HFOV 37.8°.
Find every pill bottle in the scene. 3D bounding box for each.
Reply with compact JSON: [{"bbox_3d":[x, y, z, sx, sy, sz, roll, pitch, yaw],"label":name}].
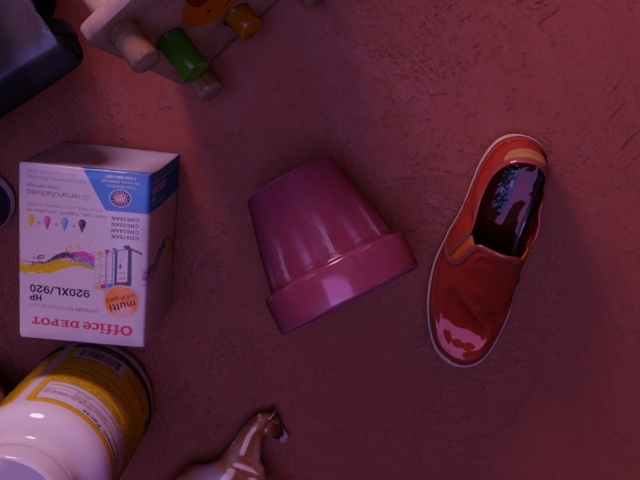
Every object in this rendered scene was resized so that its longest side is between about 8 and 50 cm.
[{"bbox_3d":[-0.348,0.272,1.231,0.187,0.334,0.188,1,104,4],"label":"pill bottle"}]

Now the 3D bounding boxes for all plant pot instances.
[{"bbox_3d":[0.000,0.000,1.221,0.201,0.201,0.180,-27,86,10],"label":"plant pot"}]

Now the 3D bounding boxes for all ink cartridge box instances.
[{"bbox_3d":[-0.292,0.002,1.244,0.171,0.168,0.233,6,105,2],"label":"ink cartridge box"}]

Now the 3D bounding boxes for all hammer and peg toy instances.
[{"bbox_3d":[-0.142,-0.303,1.065,0.266,0.361,0.127,-40,78,11],"label":"hammer and peg toy"}]

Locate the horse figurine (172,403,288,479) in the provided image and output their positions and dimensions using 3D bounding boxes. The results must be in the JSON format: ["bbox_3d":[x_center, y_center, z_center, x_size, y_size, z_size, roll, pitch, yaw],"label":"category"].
[{"bbox_3d":[-0.146,0.374,1.381,0.263,0.066,0.175,-25,107,7],"label":"horse figurine"}]

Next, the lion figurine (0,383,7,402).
[{"bbox_3d":[-0.562,0.202,1.335,0.392,0.142,0.240,32,106,-8],"label":"lion figurine"}]

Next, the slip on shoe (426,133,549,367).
[{"bbox_3d":[0.223,0.022,1.247,0.123,0.101,0.331,17,106,-2],"label":"slip on shoe"}]

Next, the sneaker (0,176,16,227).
[{"bbox_3d":[-0.559,-0.100,1.261,0.283,0.124,0.107,29,104,-3],"label":"sneaker"}]

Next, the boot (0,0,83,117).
[{"bbox_3d":[-0.469,-0.110,1.132,0.445,0.146,0.367,-33,80,2],"label":"boot"}]
